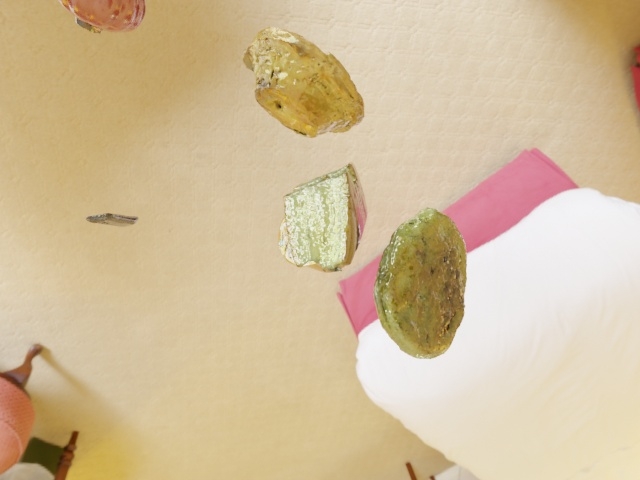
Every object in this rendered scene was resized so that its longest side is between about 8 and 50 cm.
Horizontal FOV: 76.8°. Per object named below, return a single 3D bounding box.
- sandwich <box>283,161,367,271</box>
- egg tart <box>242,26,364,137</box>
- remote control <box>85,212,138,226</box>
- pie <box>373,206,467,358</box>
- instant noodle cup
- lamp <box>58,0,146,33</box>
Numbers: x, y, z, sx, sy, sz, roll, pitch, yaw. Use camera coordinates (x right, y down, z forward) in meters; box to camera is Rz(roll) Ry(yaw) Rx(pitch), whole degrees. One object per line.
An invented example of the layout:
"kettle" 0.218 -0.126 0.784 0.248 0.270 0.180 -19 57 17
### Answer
"sandwich" 0.012 -0.044 0.693 0.122 0.235 0.128 -15 107 12
"egg tart" -0.053 -0.356 0.997 0.341 0.341 0.128 33 83 -28
"remote control" -0.320 -0.031 0.625 0.039 0.096 0.014 -9 88 1
"pie" 0.227 0.096 0.833 0.323 0.071 0.322 5 83 -43
"instant noodle cup" 0.000 0.000 1.248 0.216 0.215 0.172 -36 148 10
"lamp" -0.267 -0.302 0.488 0.108 0.107 0.092 23 118 -25
